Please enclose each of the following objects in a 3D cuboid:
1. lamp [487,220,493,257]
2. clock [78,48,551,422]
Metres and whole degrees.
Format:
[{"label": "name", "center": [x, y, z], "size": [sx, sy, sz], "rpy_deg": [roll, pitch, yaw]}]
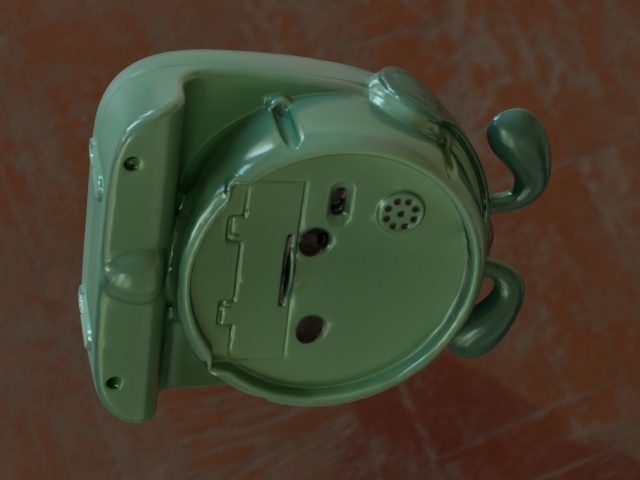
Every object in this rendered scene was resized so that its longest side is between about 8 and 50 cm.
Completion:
[{"label": "lamp", "center": [0.073, -0.005, 1.341], "size": [0.101, 0.090, 0.101], "rpy_deg": [3, 47, -3]}, {"label": "clock", "center": [0.000, -0.001, 0.751], "size": [0.188, 0.148, 0.060], "rpy_deg": [-2, 31, -12]}]
